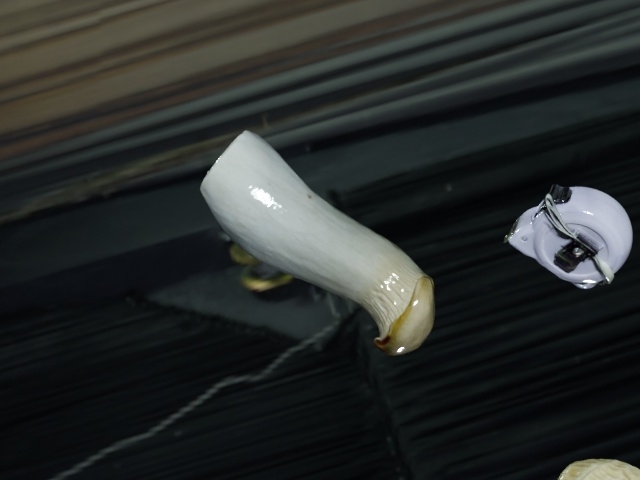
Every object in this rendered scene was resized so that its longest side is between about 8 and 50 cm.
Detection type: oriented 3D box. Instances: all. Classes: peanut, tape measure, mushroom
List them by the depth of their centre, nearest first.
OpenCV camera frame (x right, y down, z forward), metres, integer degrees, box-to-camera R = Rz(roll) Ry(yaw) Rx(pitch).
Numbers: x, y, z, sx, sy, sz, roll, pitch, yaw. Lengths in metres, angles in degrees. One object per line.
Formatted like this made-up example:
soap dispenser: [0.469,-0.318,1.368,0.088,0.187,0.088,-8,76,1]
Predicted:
mushroom: [0.000,0.000,1.260,0.329,0.122,0.159,37,-162,10]
peanut: [0.381,0.411,1.629,0.136,0.298,0.120,56,142,18]
tape measure: [0.443,-0.007,1.904,0.105,0.196,0.178,-57,-3,-45]
